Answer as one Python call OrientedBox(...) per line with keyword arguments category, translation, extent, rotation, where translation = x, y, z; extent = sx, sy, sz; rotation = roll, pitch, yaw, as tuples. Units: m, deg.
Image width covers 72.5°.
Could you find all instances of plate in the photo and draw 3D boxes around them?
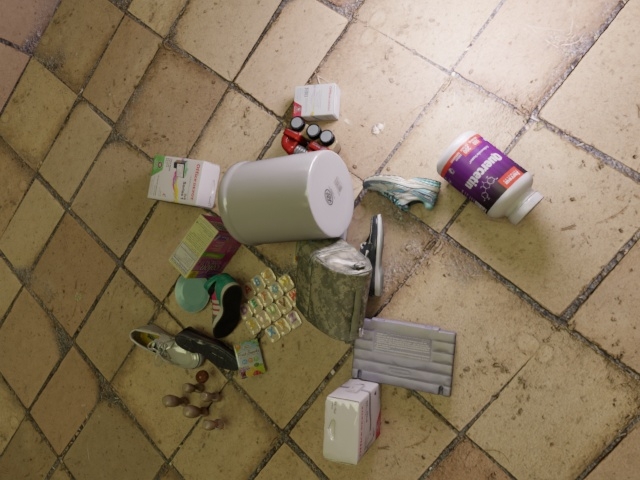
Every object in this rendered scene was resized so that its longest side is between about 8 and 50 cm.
OrientedBox(category="plate", translation=(-0.563, 0.226, 1.934), extent=(0.189, 0.024, 0.187), rotation=(-1, 87, 22))

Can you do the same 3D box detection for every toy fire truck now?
OrientedBox(category="toy fire truck", translation=(-0.062, -0.323, 1.718), extent=(0.217, 0.158, 0.246), rotation=(30, 88, 21))

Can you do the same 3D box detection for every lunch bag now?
OrientedBox(category="lunch bag", translation=(0.059, 0.173, 1.511), extent=(0.256, 0.213, 0.304), rotation=(40, 131, 50))

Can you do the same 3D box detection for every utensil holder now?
OrientedBox(category="utensil holder", translation=(-0.118, -0.148, 1.579), extent=(0.386, 0.328, 0.326), rotation=(-2, 86, 34))

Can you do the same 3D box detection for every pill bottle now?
OrientedBox(category="pill bottle", translation=(0.553, -0.200, 1.427), extent=(0.323, 0.182, 0.181), rotation=(45, 103, 19))

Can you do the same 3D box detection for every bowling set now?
OrientedBox(category="bowling set", translation=(-0.491, 0.656, 1.833), extent=(0.287, 0.154, 0.199), rotation=(22, 76, 23))

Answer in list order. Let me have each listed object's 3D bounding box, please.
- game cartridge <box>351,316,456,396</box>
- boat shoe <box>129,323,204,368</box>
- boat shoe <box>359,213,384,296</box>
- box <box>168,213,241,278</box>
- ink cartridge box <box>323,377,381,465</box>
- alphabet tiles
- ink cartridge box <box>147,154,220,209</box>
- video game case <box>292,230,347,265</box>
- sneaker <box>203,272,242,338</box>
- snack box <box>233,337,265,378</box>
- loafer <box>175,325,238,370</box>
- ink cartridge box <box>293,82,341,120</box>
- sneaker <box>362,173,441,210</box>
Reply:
OrientedBox(category="game cartridge", translation=(0.293, 0.406, 1.560), extent=(0.356, 0.068, 0.229), rotation=(5, 85, 22))
OrientedBox(category="boat shoe", translation=(-0.686, 0.463, 1.896), extent=(0.368, 0.156, 0.135), rotation=(21, 95, 22))
OrientedBox(category="boat shoe", translation=(0.183, 0.054, 1.596), extent=(0.092, 0.114, 0.301), rotation=(2, 87, 17))
OrientedBox(category="box", translation=(-0.459, 0.029, 1.802), extent=(0.117, 0.214, 0.242), rotation=(42, 102, 20))
OrientedBox(category="ink cartridge box", translation=(0.117, 0.606, 1.494), extent=(0.117, 0.283, 0.206), rotation=(2, 87, 22))
OrientedBox(category="alphabet tiles", translation=(-0.206, 0.264, 1.790), extent=(0.284, 0.021, 0.277), rotation=(-36, 74, 17))
OrientedBox(category="ink cartridge box", translation=(-0.606, -0.259, 1.932), extent=(0.279, 0.117, 0.201), rotation=(10, 90, 22))
OrientedBox(category="video game case", translation=(0.000, 0.000, 1.722), extent=(0.207, 0.026, 0.226), rotation=(9, 91, 22))
OrientedBox(category="sneaker", translation=(-0.420, 0.251, 1.825), extent=(0.178, 0.124, 0.295), rotation=(48, 129, 42))
OrientedBox(category="snack box", translation=(-0.290, 0.480, 1.773), extent=(0.101, 0.037, 0.141), rotation=(-12, 79, -19))
OrientedBox(category="loafer", translation=(-0.458, 0.443, 1.840), extent=(0.303, 0.095, 0.108), rotation=(22, 120, 7))
OrientedBox(category="ink cartridge box", translation=(-0.014, -0.546, 1.736), extent=(0.175, 0.072, 0.127), rotation=(4, 87, 22))
OrientedBox(category="sneaker", translation=(0.283, -0.171, 1.575), extent=(0.284, 0.110, 0.122), rotation=(8, 93, 22))
